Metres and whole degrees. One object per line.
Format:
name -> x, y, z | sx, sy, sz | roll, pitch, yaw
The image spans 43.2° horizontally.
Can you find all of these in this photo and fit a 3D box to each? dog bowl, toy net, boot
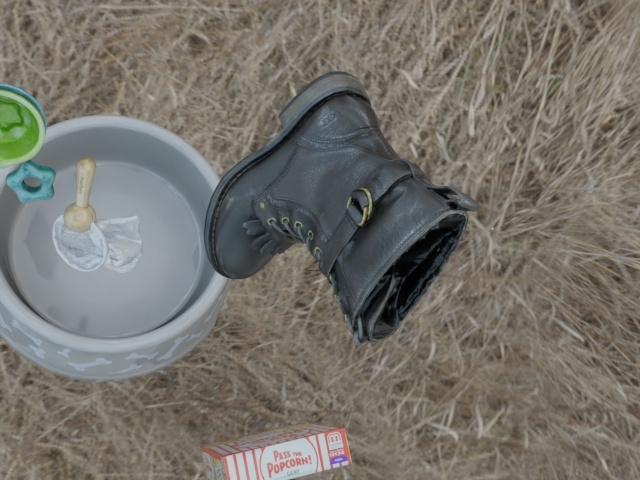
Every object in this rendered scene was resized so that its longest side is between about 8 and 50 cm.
dog bowl -> -0.266, -0.002, 1.026 | 0.349, 0.102, 0.348 | 5, 72, -16
toy net -> -0.246, -0.033, 0.709 | 0.122, 0.045, 0.232 | -27, 127, 7
boot -> 0.000, 0.000, 0.694 | 0.263, 0.091, 0.229 | -54, 42, 28

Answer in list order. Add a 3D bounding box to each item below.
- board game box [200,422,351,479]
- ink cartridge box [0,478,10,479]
board game box -> -0.061, 0.265, 0.999 | 0.147, 0.193, 0.045 | -9, 83, -18
ink cartridge box -> -0.452, 0.483, 0.857 | 0.280, 0.160, 0.384 | -11, 92, -8
